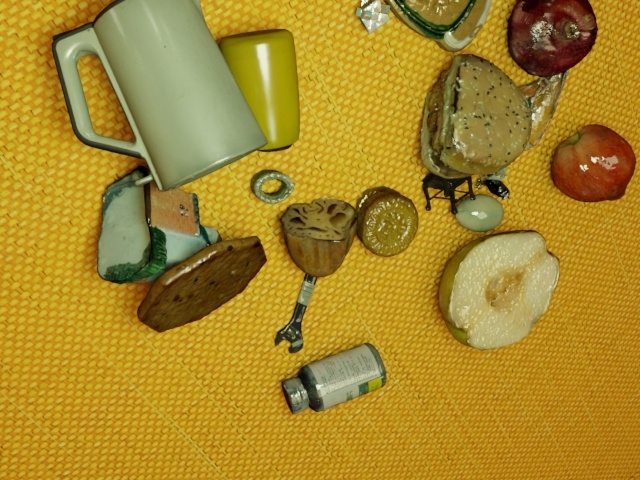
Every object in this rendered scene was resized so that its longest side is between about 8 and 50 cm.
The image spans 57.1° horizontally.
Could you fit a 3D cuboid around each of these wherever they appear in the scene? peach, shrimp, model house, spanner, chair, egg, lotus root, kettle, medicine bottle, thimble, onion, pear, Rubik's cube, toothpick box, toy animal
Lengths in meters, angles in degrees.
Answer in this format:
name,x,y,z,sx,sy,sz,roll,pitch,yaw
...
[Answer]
name,x,y,z,sx,sy,sz,roll,pitch,yaw
peach,0.833,-0.214,1.779,0.232,0.232,0.257,-39,100,-5
shrimp,0.624,-0.413,1.723,0.164,0.062,0.317,22,101,-23
model house,-0.364,-0.008,1.425,0.291,0.184,0.253,17,59,-50
spanner,-0.054,0.175,1.678,0.087,0.024,0.316,13,102,-20
chair,0.361,-0.204,1.686,0.106,0.113,0.229,6,67,-23
egg,0.470,-0.081,1.742,0.152,0.114,0.114,-1,108,-22
lotus root,-0.001,0.000,1.578,0.188,0.199,0.180,11,132,15
kettle,-0.350,-0.301,1.250,0.361,0.250,0.377,-25,98,-5
medicine bottle,0.037,0.410,1.725,0.293,0.141,0.141,-17,113,-15
thimble,-0.123,-0.141,1.522,0.110,0.062,0.084,-11,110,-18
onion,0.633,-0.565,1.588,0.252,0.219,0.252,-3,107,-10
pear,0.511,0.130,1.786,0.386,0.191,0.340,-39,108,-9
Rubik's cube,0.129,-0.571,1.469,0.084,0.075,0.073,-42,117,-5
toothpick box,-0.134,-0.348,1.390,0.175,0.175,0.271,-14,115,-16
toy animal,0.515,-0.164,1.741,0.220,0.108,0.062,17,101,-57

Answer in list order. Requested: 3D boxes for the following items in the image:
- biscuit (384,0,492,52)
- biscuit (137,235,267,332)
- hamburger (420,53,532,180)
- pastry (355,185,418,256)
name,x,y,z,sx,sy,sz,roll,pitch,yaw
biscuit,0.313,-0.671,1.517,0.343,0.057,0.287,29,96,-27
biscuit,-0.281,0.105,1.437,0.359,0.359,0.046,-33,73,-8
hamburger,0.415,-0.315,1.573,0.276,0.195,0.318,10,78,-22
pastry,0.183,-0.053,1.647,0.188,0.103,0.189,-7,109,-20
